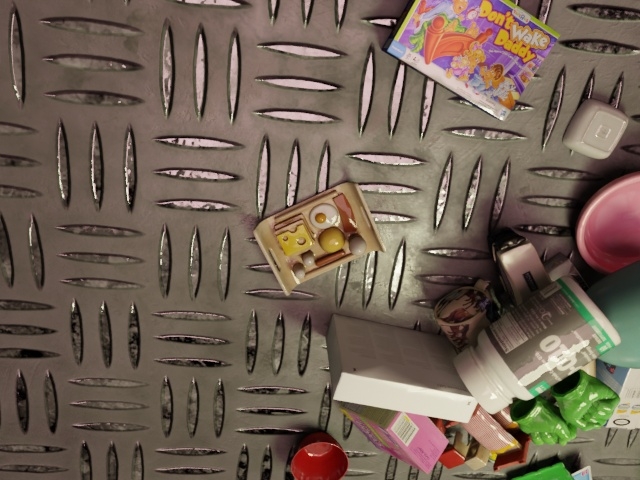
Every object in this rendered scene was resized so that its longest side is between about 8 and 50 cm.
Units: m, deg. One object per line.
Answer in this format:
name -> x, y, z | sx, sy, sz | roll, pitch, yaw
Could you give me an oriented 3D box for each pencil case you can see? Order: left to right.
pencil case -> 0.507, 0.319, 1.548 | 0.184, 0.160, 0.410 | -36, 110, 1

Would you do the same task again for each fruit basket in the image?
fruit basket -> 0.800, 0.944, 1.819 | 0.327, 0.165, 0.353 | -21, 115, 4

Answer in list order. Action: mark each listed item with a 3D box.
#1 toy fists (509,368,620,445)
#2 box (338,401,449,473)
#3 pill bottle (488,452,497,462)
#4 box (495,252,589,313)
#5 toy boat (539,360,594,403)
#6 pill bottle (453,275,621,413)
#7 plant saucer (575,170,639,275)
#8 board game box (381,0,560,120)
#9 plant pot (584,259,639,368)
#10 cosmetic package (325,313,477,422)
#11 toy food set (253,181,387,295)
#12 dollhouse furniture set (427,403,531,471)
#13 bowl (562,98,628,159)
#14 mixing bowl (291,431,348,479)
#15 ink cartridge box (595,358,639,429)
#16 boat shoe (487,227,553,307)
toy fists -> 0.632, 0.444, 1.358 | 0.142, 0.096, 0.279 | 34, 128, -5
box -> 0.212, 0.543, 1.560 | 0.117, 0.243, 0.213 | -48, 112, -22
pill bottle -> 0.562, 0.604, 1.688 | 0.118, 0.117, 0.208 | -21, 111, 4
box -> 0.669, 0.174, 1.561 | 0.231, 0.056, 0.183 | -37, 110, 10
toy boat -> 0.716, 0.385, 1.537 | 0.148, 0.318, 0.267 | 0, 107, 30
pill bottle -> 0.534, 0.270, 1.331 | 0.361, 0.204, 0.204 | -39, 109, 15
plant saucer -> 0.870, -0.048, 1.444 | 0.332, 0.084, 0.332 | 4, 121, 6
board game box -> 0.357, -0.477, 1.269 | 0.347, 0.078, 0.233 | 26, 107, -13
plant pot -> 0.841, 0.210, 1.408 | 0.293, 0.293, 0.235 | 39, 138, -17
cosmetic package -> 0.213, 0.350, 1.472 | 0.378, 0.284, 0.097 | 13, 110, -9
toy food set -> 0.000, 0.000, 1.420 | 0.306, 0.092, 0.219 | -24, 112, 5
dollhouse furniture set -> 0.425, 0.584, 1.573 | 0.201, 0.152, 0.374 | 41, 135, 1
bowl -> 0.732, -0.290, 1.386 | 0.142, 0.053, 0.141 | 20, 108, -10
mixing bowl -> -0.005, 0.685, 1.686 | 0.182, 0.098, 0.181 | -1, 111, -3
ink cartridge box -> 1.011, 0.440, 1.641 | 0.270, 0.151, 0.395 | 6, 109, -6
boat shoe -> 0.574, 0.116, 1.468 | 0.127, 0.158, 0.340 | -22, 107, 9
